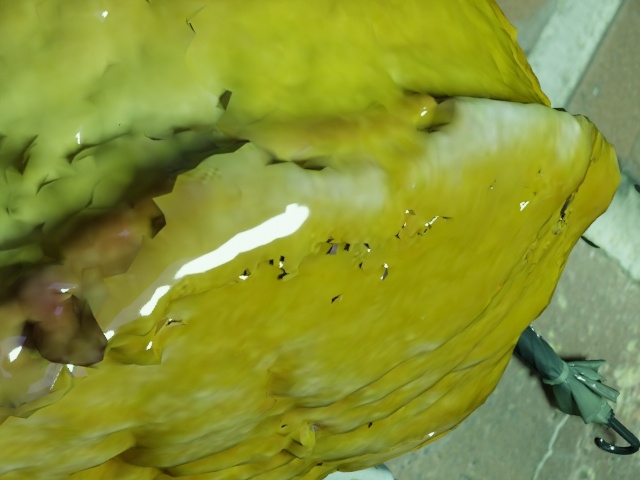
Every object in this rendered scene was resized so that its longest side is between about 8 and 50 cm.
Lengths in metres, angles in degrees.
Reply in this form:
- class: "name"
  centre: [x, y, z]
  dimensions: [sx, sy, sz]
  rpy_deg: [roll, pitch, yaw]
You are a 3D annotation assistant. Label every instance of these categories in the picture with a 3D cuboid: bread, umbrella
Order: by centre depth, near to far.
- class: "bread"
  centre: [-0.092, 0.007, 0.661]
  dimensions: [0.398, 0.398, 0.215]
  rpy_deg: [-8, 70, -38]
- class: "umbrella"
  centre: [0.142, 0.069, 1.106]
  dimensions: [0.269, 0.044, 0.044]
  rpy_deg: [45, 48, -44]

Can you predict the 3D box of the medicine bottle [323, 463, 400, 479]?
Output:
- class: "medicine bottle"
  centre: [0.005, 0.153, 1.016]
  dimensions: [0.118, 0.055, 0.074]
  rpy_deg: [21, 94, -44]
